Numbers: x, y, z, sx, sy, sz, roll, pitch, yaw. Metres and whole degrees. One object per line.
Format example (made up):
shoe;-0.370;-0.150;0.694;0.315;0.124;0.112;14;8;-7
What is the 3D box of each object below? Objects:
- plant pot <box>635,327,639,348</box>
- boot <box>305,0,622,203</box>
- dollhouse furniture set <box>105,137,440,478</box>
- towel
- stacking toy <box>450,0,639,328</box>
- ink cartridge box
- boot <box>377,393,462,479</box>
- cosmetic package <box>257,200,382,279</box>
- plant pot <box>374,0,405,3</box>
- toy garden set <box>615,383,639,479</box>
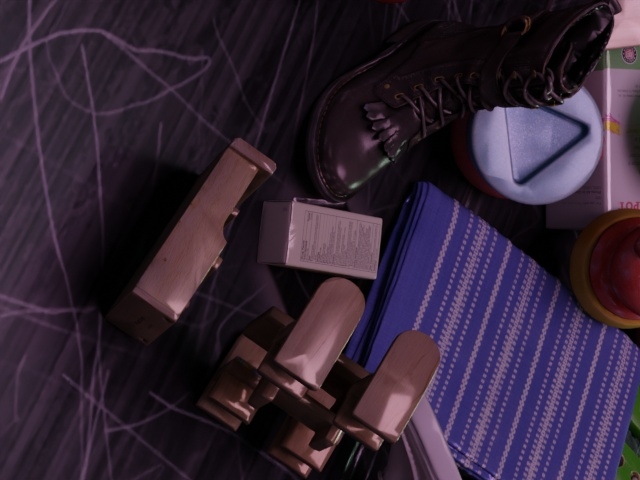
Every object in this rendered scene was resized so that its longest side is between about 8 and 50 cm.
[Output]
plant pot;0.417;0.098;2.000;0.201;0.201;0.180;-6;110;-43
boot;0.128;-0.135;1.685;0.263;0.229;0.091;-51;123;-30
dollhouse furniture set;-0.028;0.059;1.563;0.242;0.212;0.161;35;66;-8
towel;0.173;0.124;1.815;0.336;0.040;0.243;37;57;-26
stacking toy;0.303;-0.091;1.811;0.309;0.130;0.279;43;85;-9
ink cartridge box;0.314;-0.115;1.953;0.154;0.093;0.212;-3;91;-42
boot;0.071;0.248;1.694;0.123;0.095;0.258;-19;120;-2
cosmetic package;0.000;0.000;1.697;0.115;0.041;0.060;12;83;-42
plant pot;0.091;-0.315;1.678;0.174;0.191;0.191;-31;111;-36
toy garden set;0.242;0.218;1.890;0.204;0.049;0.244;47;55;-17
